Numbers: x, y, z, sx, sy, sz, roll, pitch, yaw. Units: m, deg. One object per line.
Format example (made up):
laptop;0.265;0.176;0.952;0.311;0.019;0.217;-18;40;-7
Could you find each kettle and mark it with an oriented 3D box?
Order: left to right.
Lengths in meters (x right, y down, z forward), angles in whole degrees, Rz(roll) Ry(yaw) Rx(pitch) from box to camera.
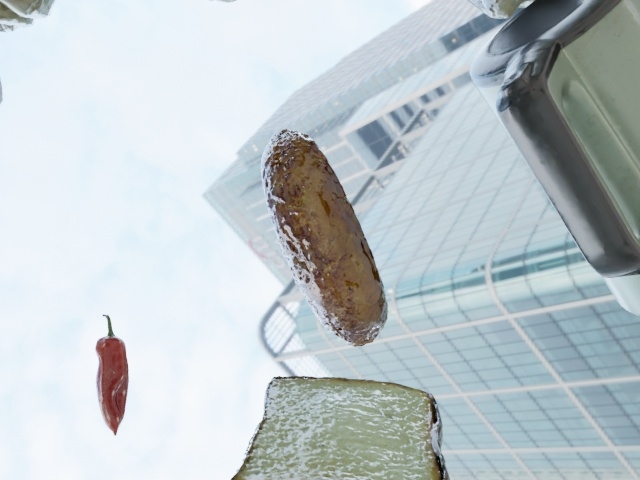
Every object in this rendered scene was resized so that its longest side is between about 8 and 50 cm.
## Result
kettle;0.349;-0.092;0.885;0.376;0.250;0.361;50;-134;-16

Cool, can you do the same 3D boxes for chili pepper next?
chili pepper;-0.325;0.208;1.194;0.059;0.050;0.191;46;-143;-77

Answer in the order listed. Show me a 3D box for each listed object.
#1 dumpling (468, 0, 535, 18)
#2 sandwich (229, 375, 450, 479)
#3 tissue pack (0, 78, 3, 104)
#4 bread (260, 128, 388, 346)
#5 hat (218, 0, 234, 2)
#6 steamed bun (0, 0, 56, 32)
dumpling;0.242;-0.374;1.092;0.166;0.086;0.332;52;-173;-32
sandwich;0.035;0.290;1.038;0.301;0.272;0.099;-72;-12;-74
tissue pack;-0.482;-0.160;1.000;0.065;0.115;0.155;29;-110;-12
bread;0.000;0.000;0.642;0.064;0.193;0.193;-24;-87;-1
hat;-0.140;-0.508;1.249;0.232;0.275;0.161;0;-120;-44
steamed bun;-0.330;-0.369;0.816;0.219;0.310;0.324;10;-87;-54
